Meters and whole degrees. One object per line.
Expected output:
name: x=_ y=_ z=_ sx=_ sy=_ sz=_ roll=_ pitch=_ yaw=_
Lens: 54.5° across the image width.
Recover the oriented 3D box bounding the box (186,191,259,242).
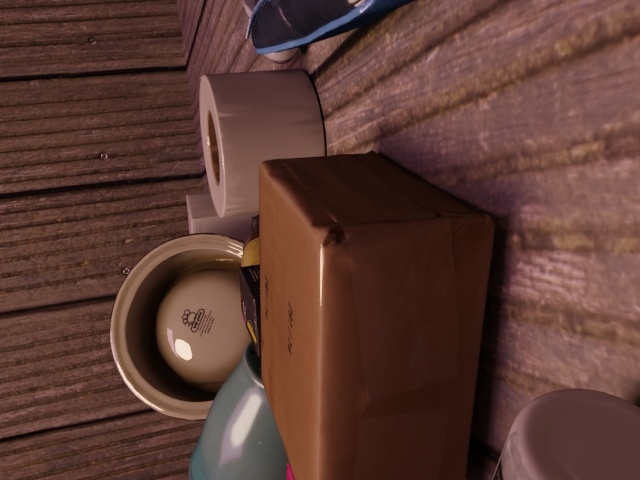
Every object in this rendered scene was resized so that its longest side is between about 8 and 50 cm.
box: x=-0.245 y=-0.023 z=1.602 sx=0.119 sy=0.182 sz=0.181 roll=-118 pitch=25 yaw=-51

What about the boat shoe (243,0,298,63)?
boat shoe: x=-0.084 y=-0.359 z=1.088 sx=0.076 sy=0.080 sz=0.228 roll=73 pitch=172 yaw=-47

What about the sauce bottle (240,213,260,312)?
sauce bottle: x=-0.099 y=0.044 z=1.218 sx=0.344 sy=0.111 sz=0.111 roll=-99 pitch=8 yaw=-63

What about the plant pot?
plant pot: x=-0.067 y=0.306 z=1.058 sx=0.271 sy=0.272 sz=0.255 roll=-124 pitch=45 yaw=-57

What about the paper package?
paper package: x=0.036 y=0.086 z=0.696 sx=0.309 sy=0.168 sz=0.324 roll=-128 pitch=36 yaw=-64

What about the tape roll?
tape roll: x=-0.107 y=-0.168 z=1.078 sx=0.246 sy=0.169 sz=0.246 roll=173 pitch=90 yaw=-74

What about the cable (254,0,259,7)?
cable: x=-0.046 y=-0.399 z=0.881 sx=0.150 sy=0.047 sz=0.184 roll=115 pitch=170 yaw=-48

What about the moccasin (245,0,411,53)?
moccasin: x=0.006 y=-0.300 z=0.726 sx=0.342 sy=0.138 sz=0.116 roll=8 pitch=120 yaw=60

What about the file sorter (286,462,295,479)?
file sorter: x=0.088 y=0.398 z=0.665 sx=0.290 sy=0.182 sz=0.202 roll=-121 pitch=26 yaw=-55

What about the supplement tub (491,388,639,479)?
supplement tub: x=0.166 y=0.203 z=0.419 sx=0.117 sy=0.117 sz=0.190 roll=-118 pitch=26 yaw=-50

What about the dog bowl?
dog bowl: x=-0.254 y=0.195 z=1.416 sx=0.150 sy=0.408 sz=0.407 roll=63 pitch=-166 yaw=-76

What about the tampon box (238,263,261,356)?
tampon box: x=-0.038 y=0.099 z=0.988 sx=0.120 sy=0.161 sz=0.101 roll=-129 pitch=34 yaw=-62
